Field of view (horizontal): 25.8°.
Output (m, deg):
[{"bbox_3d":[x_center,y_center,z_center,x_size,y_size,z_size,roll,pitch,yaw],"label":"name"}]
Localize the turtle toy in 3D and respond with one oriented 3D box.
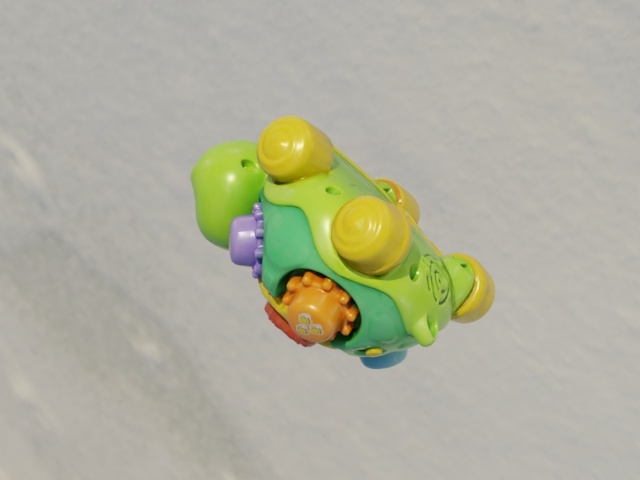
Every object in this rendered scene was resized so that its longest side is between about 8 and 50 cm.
[{"bbox_3d":[0.000,0.000,0.525,0.130,0.066,0.095,47,-170,36],"label":"turtle toy"}]
